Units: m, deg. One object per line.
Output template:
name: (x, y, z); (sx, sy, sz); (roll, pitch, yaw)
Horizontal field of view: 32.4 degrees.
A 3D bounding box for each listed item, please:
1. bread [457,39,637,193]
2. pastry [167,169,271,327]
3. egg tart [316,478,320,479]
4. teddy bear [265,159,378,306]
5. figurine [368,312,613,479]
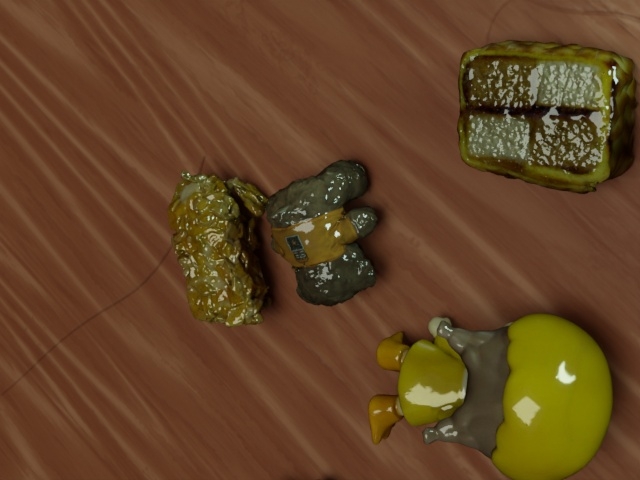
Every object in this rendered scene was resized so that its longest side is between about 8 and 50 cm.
bread: (0.277, -0.156, 1.374); (0.222, 0.096, 0.181); (11, 104, 31)
pastry: (-0.150, 0.008, 1.682); (0.154, 0.102, 0.250); (-8, 96, 33)
egg tart: (-0.001, 0.510, 1.689); (0.297, 0.132, 0.297); (12, 109, 37)
teddy bear: (0.000, 0.000, 1.571); (0.177, 0.140, 0.190); (-19, 98, 32)
figurine: (0.216, 0.204, 1.451); (0.344, 0.187, 0.215); (-4, 86, 40)
